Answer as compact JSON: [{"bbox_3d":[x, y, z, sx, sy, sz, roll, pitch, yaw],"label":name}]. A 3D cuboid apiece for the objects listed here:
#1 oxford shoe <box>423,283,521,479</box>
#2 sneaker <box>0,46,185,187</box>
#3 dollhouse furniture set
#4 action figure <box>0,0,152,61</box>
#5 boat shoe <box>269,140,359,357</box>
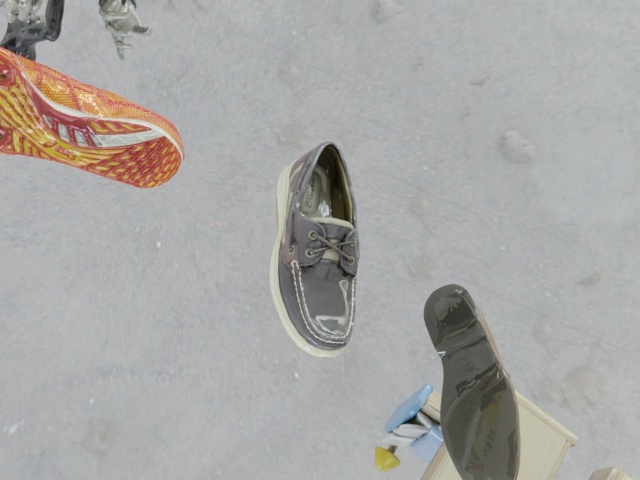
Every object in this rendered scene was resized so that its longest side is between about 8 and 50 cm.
[{"bbox_3d":[0.158,0.146,0.701,0.076,0.212,0.076,-23,139,24],"label":"oxford shoe"},{"bbox_3d":[-0.178,-0.084,0.484,0.175,0.067,0.064,25,107,-23],"label":"sneaker"},{"bbox_3d":[0.204,0.352,0.944,0.286,0.303,0.198,37,62,5],"label":"dollhouse furniture set"},{"bbox_3d":[-0.216,-0.224,0.607,0.276,0.164,0.140,-30,67,32],"label":"action figure"},{"bbox_3d":[0.000,0.000,0.882,0.103,0.092,0.285,13,53,-22],"label":"boat shoe"}]
